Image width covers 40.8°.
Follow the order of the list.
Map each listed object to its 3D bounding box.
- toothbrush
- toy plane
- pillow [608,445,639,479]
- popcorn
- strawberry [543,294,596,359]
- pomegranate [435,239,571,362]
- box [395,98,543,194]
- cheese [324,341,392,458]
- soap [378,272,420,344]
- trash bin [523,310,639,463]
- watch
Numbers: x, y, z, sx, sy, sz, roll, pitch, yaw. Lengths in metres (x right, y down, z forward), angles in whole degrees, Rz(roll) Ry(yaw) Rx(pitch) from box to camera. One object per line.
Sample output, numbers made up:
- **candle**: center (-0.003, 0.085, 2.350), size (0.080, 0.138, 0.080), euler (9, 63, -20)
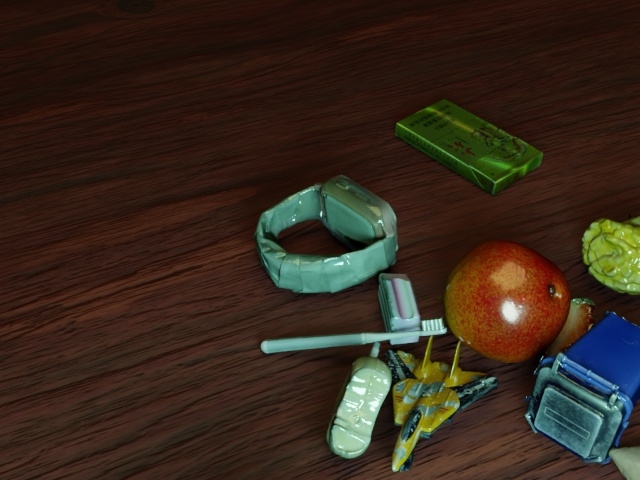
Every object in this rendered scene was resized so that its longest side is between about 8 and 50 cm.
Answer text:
- **toothbrush**: center (0.055, 0.172, 1.534), size (0.342, 0.030, 0.025), euler (-9, 5, 17)
- **toy plane**: center (0.165, 0.286, 1.407), size (0.204, 0.103, 0.316), euler (13, 36, 17)
- **pillow**: center (0.581, 0.395, 1.303), size (0.223, 0.084, 0.236), euler (-6, 44, -14)
- **popcorn**: center (0.600, 0.023, 1.684), size (0.180, 0.180, 0.170), euler (25, 76, 26)
- **strawberry**: center (0.453, 0.166, 1.578), size (0.104, 0.048, 0.152), euler (12, 63, 47)
- **pomegranate**: center (0.319, 0.110, 1.543), size (0.221, 0.221, 0.257), euler (-29, 14, -28)
- **box**: center (0.347, -0.229, 2.032), size (0.173, 0.043, 0.311), euler (-30, 50, -29)
- **cheese**: center (0.065, 0.265, 1.449), size (0.071, 0.163, 0.249), euler (22, 5, 2)
- **soap**: center (0.145, 0.124, 1.602), size (0.056, 0.100, 0.149), euler (-3, 41, -5)
- **trash bin**: center (0.466, 0.229, 1.431), size (0.162, 0.184, 0.234), euler (31, 45, 29)
- **watch**: center (0.000, 0.000, 1.712), size (0.241, 0.161, 0.253), euler (-38, 53, -25)
